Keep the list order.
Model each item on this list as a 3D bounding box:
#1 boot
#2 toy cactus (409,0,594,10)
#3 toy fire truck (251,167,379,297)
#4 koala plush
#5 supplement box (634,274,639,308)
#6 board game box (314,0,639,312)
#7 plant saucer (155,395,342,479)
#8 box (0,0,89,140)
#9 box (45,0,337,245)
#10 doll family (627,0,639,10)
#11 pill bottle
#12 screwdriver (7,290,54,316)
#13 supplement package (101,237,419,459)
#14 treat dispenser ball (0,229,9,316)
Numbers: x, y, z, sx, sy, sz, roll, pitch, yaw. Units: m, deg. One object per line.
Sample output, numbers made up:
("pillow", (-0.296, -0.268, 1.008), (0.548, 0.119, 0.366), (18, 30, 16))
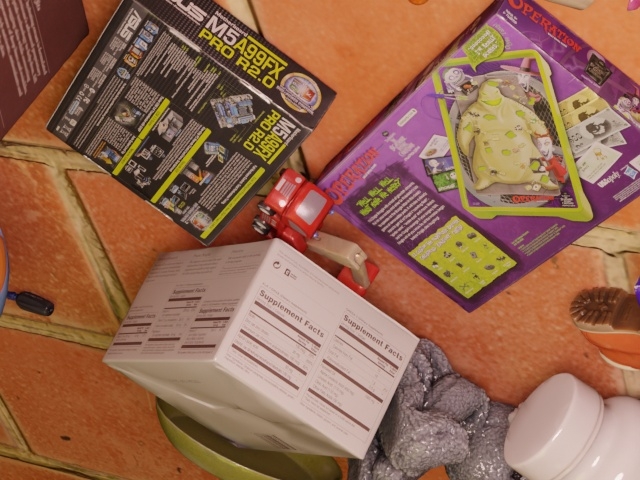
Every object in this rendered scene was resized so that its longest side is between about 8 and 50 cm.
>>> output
("boot", (0.323, 0.093, 1.536), (0.158, 0.059, 0.084), (9, 143, 41))
("toy cactus", (0.137, -0.237, 1.255), (0.180, 0.112, 0.219), (23, 146, -21))
("toy fire truck", (0.000, 0.000, 1.610), (0.135, 0.047, 0.192), (33, 166, 2))
("koala plush", (0.158, 0.215, 1.730), (0.221, 0.203, 0.196), (15, 134, -13))
("supplement box", (0.399, 0.051, 1.376), (0.220, 0.114, 0.111), (7, 137, 32))
("board game box", (0.154, -0.070, 1.469), (0.208, 0.056, 0.347), (34, 145, -11))
("plant saucer", (-0.090, 0.245, 1.895), (0.241, 0.241, 0.037), (26, 100, 8))
("box", (-0.351, -0.216, 1.525), (0.167, 0.203, 0.168), (17, 141, 19))
("box", (-0.136, -0.128, 1.598), (0.216, 0.060, 0.270), (35, 145, -7))
("doll family", (0.307, -0.198, 1.137), (0.163, 0.118, 0.263), (21, 143, 13))
("pill bottle", (0.322, 0.253, 1.623), (0.272, 0.152, 0.152), (34, 145, -14))
("screwdriver", (-0.415, 0.068, 2.067), (0.170, 0.025, 0.024), (14, 141, 22))
("supplement package", (-0.067, 0.116, 1.697), (0.204, 0.145, 0.262), (36, 159, -25))
("treat dispenser ball", (-0.508, 0.038, 1.872), (0.288, 0.288, 0.288), (20, 143, 16))
